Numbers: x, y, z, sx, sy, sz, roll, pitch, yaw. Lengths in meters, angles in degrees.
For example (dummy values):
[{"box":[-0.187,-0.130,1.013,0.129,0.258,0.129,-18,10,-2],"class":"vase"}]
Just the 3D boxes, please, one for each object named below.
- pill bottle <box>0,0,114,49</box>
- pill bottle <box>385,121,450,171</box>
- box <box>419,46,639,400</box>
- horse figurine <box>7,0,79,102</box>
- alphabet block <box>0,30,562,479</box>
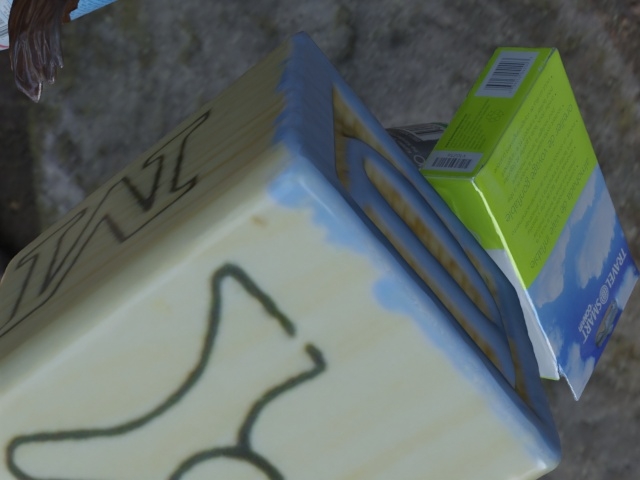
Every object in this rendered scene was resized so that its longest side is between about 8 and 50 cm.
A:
[{"box":[-0.171,-0.192,1.052,0.160,0.087,0.087,-19,114,24],"class":"pill bottle"},{"box":[0.000,0.000,1.560,0.204,0.361,0.204,19,114,51],"class":"pill bottle"},{"box":[0.122,-0.008,0.888,0.042,0.109,0.178,6,139,37],"class":"box"},{"box":[-0.028,-0.169,0.566,0.263,0.174,0.066,-43,100,12],"class":"horse figurine"},{"box":[-0.028,0.051,0.741,0.197,0.193,0.192,-36,106,14],"class":"alphabet block"}]
